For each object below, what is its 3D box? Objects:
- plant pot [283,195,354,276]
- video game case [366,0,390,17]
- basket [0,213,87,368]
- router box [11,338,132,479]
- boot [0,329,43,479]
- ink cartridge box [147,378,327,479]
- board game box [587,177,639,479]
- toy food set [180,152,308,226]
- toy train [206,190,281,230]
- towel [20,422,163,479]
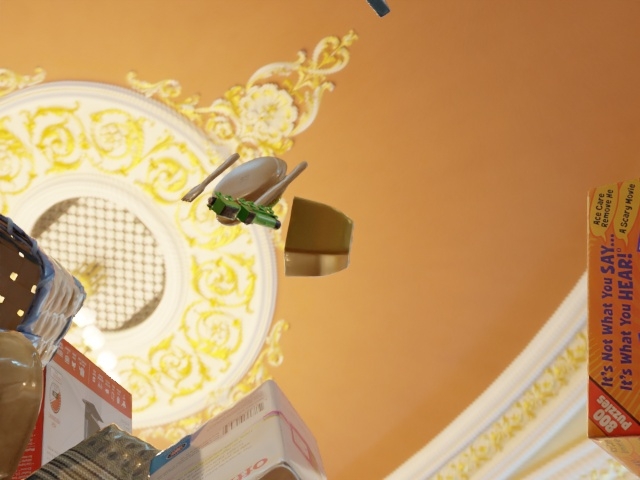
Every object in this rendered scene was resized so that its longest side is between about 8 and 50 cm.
[{"bbox_3d":[0.000,0.000,1.165,0.083,0.081,0.081,7,-28,3],"label":"plant pot"},{"bbox_3d":[0.015,-0.315,0.910,0.015,0.166,0.119,-31,-37,18],"label":"video game case"},{"bbox_3d":[-0.380,0.049,0.872,0.255,0.289,0.201,28,-99,19],"label":"basket"},{"bbox_3d":[-0.352,0.315,1.234,0.082,0.335,0.301,-8,-116,5],"label":"router box"},{"bbox_3d":[-0.291,0.158,0.459,0.089,0.270,0.236,35,-77,26],"label":"boot"},{"bbox_3d":[-0.045,0.134,0.474,0.089,0.122,0.052,-34,-80,1],"label":"ink cartridge box"},{"bbox_3d":[0.582,0.130,1.154,0.357,0.356,0.356,-14,-36,35],"label":"board game box"},{"bbox_3d":[-0.101,-0.069,1.259,0.132,0.192,0.038,-44,-58,-22],"label":"toy food set"},{"bbox_3d":[-0.061,-0.022,0.735,0.024,0.083,0.017,40,-76,34],"label":"toy train"},{"bbox_3d":[-0.178,0.277,0.619,0.324,0.312,0.056,17,-52,43],"label":"towel"}]
